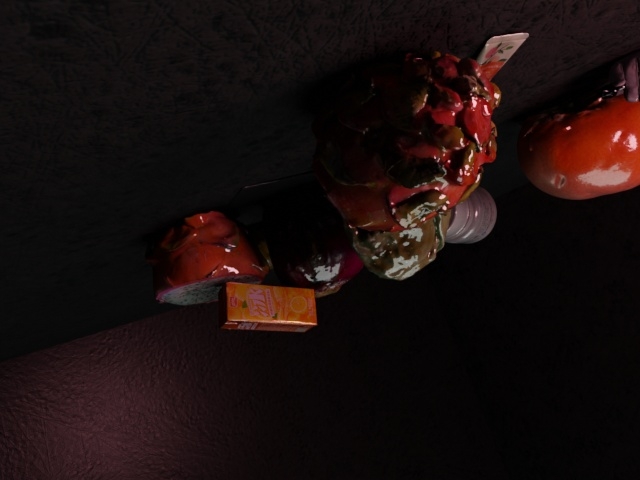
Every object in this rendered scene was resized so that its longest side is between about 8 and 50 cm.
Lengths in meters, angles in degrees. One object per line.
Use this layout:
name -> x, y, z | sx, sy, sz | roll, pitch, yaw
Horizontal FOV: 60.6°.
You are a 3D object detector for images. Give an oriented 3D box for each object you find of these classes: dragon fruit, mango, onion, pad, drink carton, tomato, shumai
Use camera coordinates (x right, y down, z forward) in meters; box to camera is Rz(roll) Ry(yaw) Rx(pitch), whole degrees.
dragon fruit -> -0.288, 0.040, 1.341 | 0.291, 0.189, 0.290 | -16, 164, -5
mango -> -0.195, 0.023, 1.646 | 0.249, 0.151, 0.155 | -7, 135, -37
onion -> 0.000, 0.000, 1.450 | 0.260, 0.281, 0.336 | -21, 162, 4
pad -> -0.097, -0.121, 1.307 | 0.246, 0.006, 0.170 | -17, 172, -26
drink carton -> -0.125, 0.161, 1.297 | 0.223, 0.096, 0.071 | 8, 151, -25
dragon fruit -> 0.142, -0.154, 0.845 | 0.291, 0.250, 0.269 | -38, 173, 16
tomato -> 0.701, -0.239, 1.436 | 0.342, 0.272, 0.341 | -25, -165, 7
shumai -> 0.215, -0.094, 1.124 | 0.289, 0.329, 0.292 | -13, 154, 36

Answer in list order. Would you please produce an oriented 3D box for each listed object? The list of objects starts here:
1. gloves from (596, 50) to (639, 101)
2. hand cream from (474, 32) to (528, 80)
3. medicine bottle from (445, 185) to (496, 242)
gloves -> 0.751, -0.386, 1.286 | 0.286, 0.119, 0.142 | -33, -178, -39
hand cream -> 0.275, -0.288, 0.977 | 0.080, 0.050, 0.234 | -14, 165, -18
medicine bottle -> 0.527, -0.111, 2.170 | 0.307, 0.244, 0.245 | 1, 159, -46
